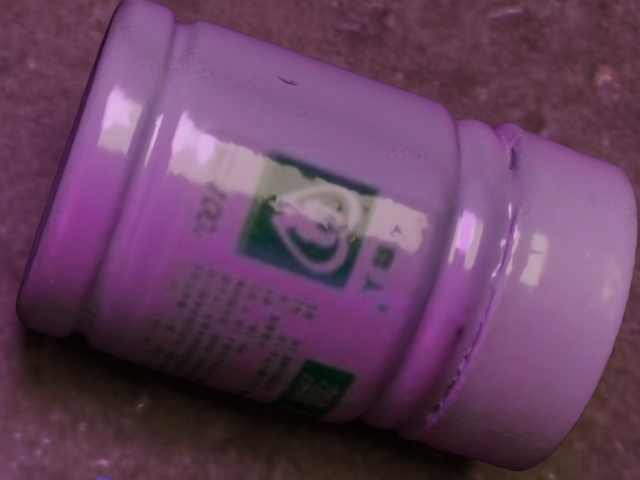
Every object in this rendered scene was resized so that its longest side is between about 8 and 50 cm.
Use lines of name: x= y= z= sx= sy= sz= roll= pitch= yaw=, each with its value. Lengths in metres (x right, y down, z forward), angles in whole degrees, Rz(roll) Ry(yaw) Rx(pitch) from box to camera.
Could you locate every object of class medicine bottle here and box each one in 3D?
medicine bottle: x=0.000 y=0.000 z=0.949 sx=0.325 sy=0.212 sz=0.212 roll=18 pitch=58 yaw=-12

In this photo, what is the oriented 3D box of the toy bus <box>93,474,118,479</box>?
toy bus: x=-0.129 y=0.218 z=0.861 sx=0.076 sy=0.073 sz=0.167 roll=25 pitch=53 yaw=-3
